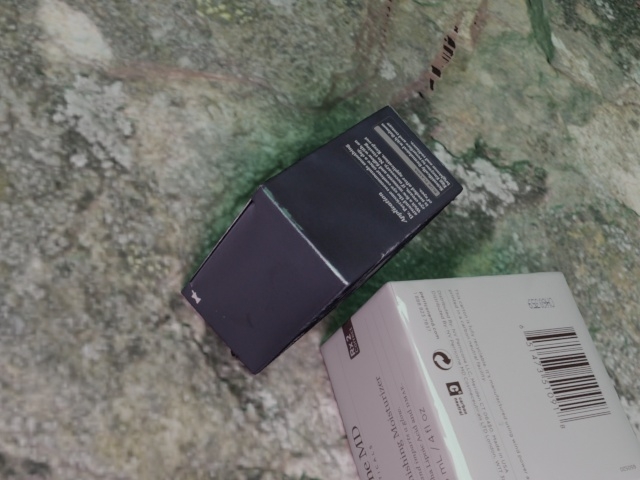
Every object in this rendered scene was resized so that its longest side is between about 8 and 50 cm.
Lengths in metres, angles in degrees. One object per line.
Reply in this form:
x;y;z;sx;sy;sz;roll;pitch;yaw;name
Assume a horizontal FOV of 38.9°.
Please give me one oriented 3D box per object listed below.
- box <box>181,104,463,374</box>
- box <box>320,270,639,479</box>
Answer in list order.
0.000;0.000;0.693;0.093;0.156;0.158;49;48;6;box
0.123;0.130;0.700;0.182;0.119;0.180;-2;61;-31;box
